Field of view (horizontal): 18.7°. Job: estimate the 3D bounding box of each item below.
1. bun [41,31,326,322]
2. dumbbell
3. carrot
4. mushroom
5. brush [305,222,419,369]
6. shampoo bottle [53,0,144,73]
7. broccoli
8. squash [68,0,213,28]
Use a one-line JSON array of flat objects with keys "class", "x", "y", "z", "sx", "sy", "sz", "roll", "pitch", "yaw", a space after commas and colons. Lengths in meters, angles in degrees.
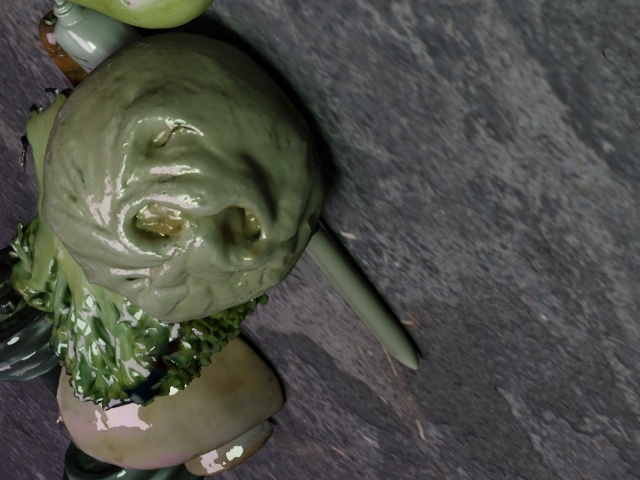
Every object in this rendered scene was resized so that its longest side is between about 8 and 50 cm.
[{"class": "bun", "x": -0.106, "y": -0.034, "z": 1.430, "sx": 0.231, "sy": 0.133, "sz": 0.231, "roll": 6, "pitch": 120, "yaw": 12}, {"class": "dumbbell", "x": -0.265, "y": 0.165, "z": 2.101, "sx": 0.179, "sy": 0.179, "sz": 0.406, "roll": 17, "pitch": 146, "yaw": 47}, {"class": "carrot", "x": -0.189, "y": -0.129, "z": 1.623, "sx": 0.036, "sy": 0.035, "sz": 0.165, "roll": 22, "pitch": 153, "yaw": 41}, {"class": "mushroom", "x": -0.146, "y": 0.168, "z": 1.923, "sx": 0.173, "sy": 0.162, "sz": 0.236, "roll": 17, "pitch": 148, "yaw": 51}, {"class": "brush", "x": 0.000, "y": 0.000, "z": 1.546, "sx": 0.299, "sy": 0.042, "sz": 0.039, "roll": 50, "pitch": 157, "yaw": -26}, {"class": "shampoo bottle", "x": -0.169, "y": -0.155, "z": 1.481, "sx": 0.077, "sy": 0.045, "sz": 0.152, "roll": 26, "pitch": 166, "yaw": 36}, {"class": "broccoli", "x": -0.140, "y": -0.003, "z": 1.654, "sx": 0.242, "sy": 0.180, "sz": 0.273, "roll": -12, "pitch": 90, "yaw": 49}, {"class": "squash", "x": -0.164, "y": -0.207, "z": 1.371, "sx": 0.250, "sy": 0.083, "sz": 0.083, "roll": 24, "pitch": 152, "yaw": 41}]
